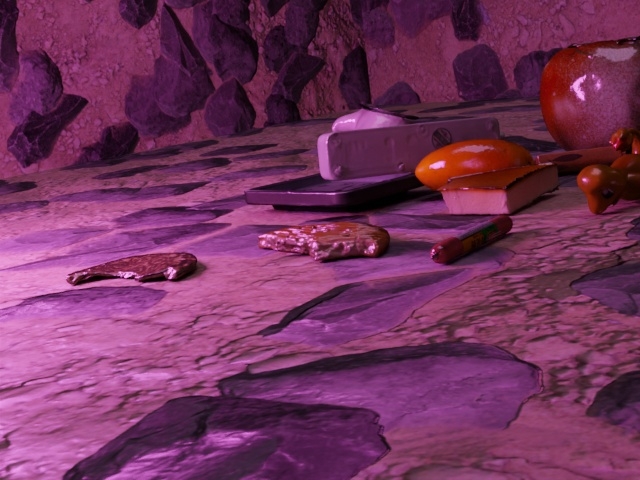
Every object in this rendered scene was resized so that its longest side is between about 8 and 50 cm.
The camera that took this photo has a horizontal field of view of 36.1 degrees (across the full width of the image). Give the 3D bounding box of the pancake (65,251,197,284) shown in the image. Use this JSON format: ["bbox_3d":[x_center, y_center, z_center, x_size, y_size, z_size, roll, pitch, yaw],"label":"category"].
[{"bbox_3d":[-0.272,0.044,1.456,0.184,0.020,0.190,-14,12,-34],"label":"pancake"}]

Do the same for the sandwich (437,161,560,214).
[{"bbox_3d":[0.295,-0.090,1.676,0.162,0.058,0.193,2,17,40],"label":"sandwich"}]

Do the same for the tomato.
[{"bbox_3d":[0.602,-0.288,1.992,0.303,0.239,0.303,-4,5,0],"label":"tomato"}]

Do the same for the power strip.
[{"bbox_3d":[0.182,-0.178,1.867,0.385,0.091,0.062,-8,8,-21],"label":"power strip"}]

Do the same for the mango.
[{"bbox_3d":[0.281,-0.133,1.790,0.217,0.102,0.141,-3,6,8],"label":"mango"}]

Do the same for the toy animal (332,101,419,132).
[{"bbox_3d":[0.132,-0.210,2.116,0.208,0.154,0.325,18,9,11],"label":"toy animal"}]

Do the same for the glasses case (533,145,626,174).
[{"bbox_3d":[0.500,-0.151,1.902,0.170,0.041,0.064,-7,-8,-1],"label":"glasses case"}]

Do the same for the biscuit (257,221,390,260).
[{"bbox_3d":[0.000,-0.001,1.482,0.229,0.031,0.176,-2,11,20],"label":"biscuit"}]

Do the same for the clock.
[{"bbox_3d":[0.035,-0.095,1.875,0.273,0.049,0.279,3,14,43],"label":"clock"}]

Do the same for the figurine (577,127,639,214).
[{"bbox_3d":[0.463,-0.112,1.523,0.176,0.122,0.121,-16,17,-41],"label":"figurine"}]

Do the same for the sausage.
[{"bbox_3d":[0.213,-0.003,1.369,0.029,0.029,0.223,2,15,38],"label":"sausage"}]
